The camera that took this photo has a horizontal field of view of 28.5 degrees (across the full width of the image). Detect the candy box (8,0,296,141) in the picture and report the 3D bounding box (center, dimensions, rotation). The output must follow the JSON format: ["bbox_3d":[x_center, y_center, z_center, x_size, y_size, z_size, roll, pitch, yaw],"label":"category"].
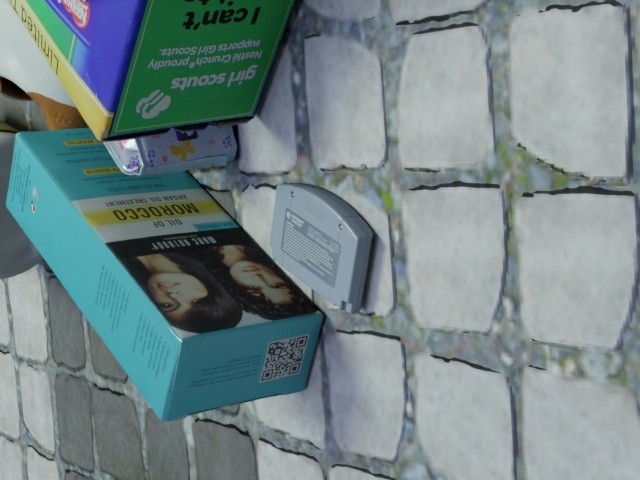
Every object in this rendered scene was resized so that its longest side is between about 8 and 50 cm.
[{"bbox_3d":[-0.100,-0.263,0.716,0.268,0.122,0.317,51,137,33],"label":"candy box"}]

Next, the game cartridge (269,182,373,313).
[{"bbox_3d":[0.000,0.000,0.722,0.083,0.017,0.056,35,128,46],"label":"game cartridge"}]

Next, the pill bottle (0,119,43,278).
[{"bbox_3d":[-0.304,-0.054,1.055,0.208,0.119,0.119,28,119,50],"label":"pill bottle"}]

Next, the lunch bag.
[{"bbox_3d":[-0.099,-0.076,0.798,0.083,0.071,0.053,56,143,34],"label":"lunch bag"}]

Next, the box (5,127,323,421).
[{"bbox_3d":[-0.108,0.010,0.803,0.244,0.100,0.060,44,130,41],"label":"box"}]

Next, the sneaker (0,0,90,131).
[{"bbox_3d":[-0.240,-0.181,0.948,0.290,0.105,0.123,50,132,35],"label":"sneaker"}]
